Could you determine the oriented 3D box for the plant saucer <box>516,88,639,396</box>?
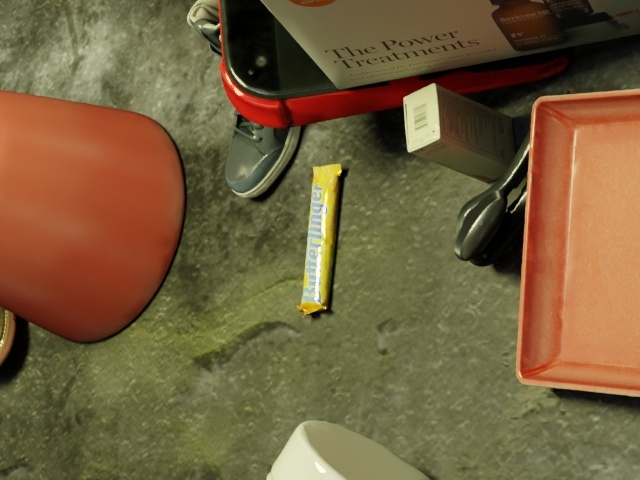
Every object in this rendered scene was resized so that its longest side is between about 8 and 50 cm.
[{"bbox_3d":[0.272,0.002,1.631,0.259,0.048,0.258,1,86,56],"label":"plant saucer"}]

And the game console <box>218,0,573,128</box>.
[{"bbox_3d":[0.058,-0.307,1.903,0.342,0.060,0.386,-8,67,7],"label":"game console"}]

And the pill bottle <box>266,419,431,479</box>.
[{"bbox_3d":[-0.037,0.357,1.744,0.204,0.204,0.361,42,106,44],"label":"pill bottle"}]

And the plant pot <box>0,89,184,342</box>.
[{"bbox_3d":[-0.328,-0.046,2.148,0.275,0.243,0.275,-18,63,40],"label":"plant pot"}]

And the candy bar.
[{"bbox_3d":[0.000,0.000,1.970,0.040,0.018,0.161,-8,69,43],"label":"candy bar"}]

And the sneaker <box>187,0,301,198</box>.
[{"bbox_3d":[-0.084,-0.165,2.010,0.086,0.163,0.226,27,96,45],"label":"sneaker"}]

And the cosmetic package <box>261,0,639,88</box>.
[{"bbox_3d":[0.141,-0.252,1.644,0.377,0.284,0.097,-9,67,19],"label":"cosmetic package"}]

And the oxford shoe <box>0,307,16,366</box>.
[{"bbox_3d":[-0.476,0.035,2.343,0.123,0.130,0.348,-54,46,16],"label":"oxford shoe"}]

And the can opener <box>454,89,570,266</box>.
[{"bbox_3d":[0.189,-0.053,1.780,0.186,0.059,0.073,-52,19,5],"label":"can opener"}]

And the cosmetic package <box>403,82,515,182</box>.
[{"bbox_3d":[0.131,-0.099,1.806,0.041,0.115,0.060,-23,59,39],"label":"cosmetic package"}]
